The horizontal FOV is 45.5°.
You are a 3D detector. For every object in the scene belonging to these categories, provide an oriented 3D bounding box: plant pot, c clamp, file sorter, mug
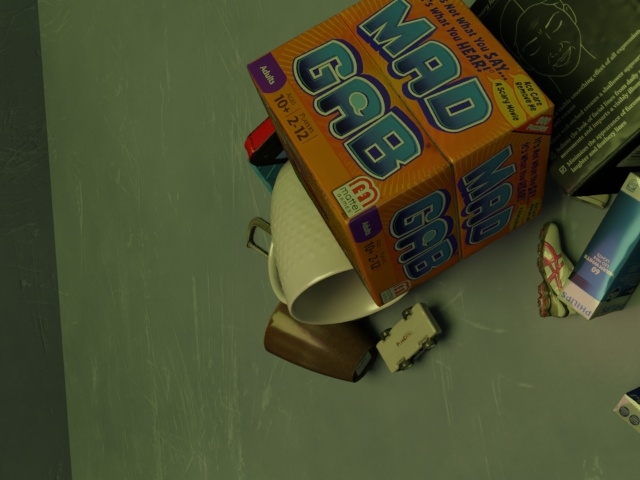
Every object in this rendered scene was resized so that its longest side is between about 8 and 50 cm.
[{"bbox_3d":[0.017,0.241,1.863,0.230,0.215,0.215,31,116,25],"label":"plant pot"},{"bbox_3d":[-0.161,0.016,2.134,0.161,0.022,0.137,38,120,36],"label":"c clamp"},{"bbox_3d":[-0.082,-0.185,1.967,0.170,0.118,0.104,53,124,28],"label":"file sorter"},{"bbox_3d":[0.000,0.000,1.677,0.374,0.276,0.327,-42,53,41],"label":"mug"}]

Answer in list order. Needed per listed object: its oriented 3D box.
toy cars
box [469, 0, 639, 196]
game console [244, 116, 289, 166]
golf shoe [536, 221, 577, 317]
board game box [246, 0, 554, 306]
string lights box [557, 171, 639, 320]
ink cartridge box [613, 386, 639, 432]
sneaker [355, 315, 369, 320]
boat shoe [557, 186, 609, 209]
[{"bbox_3d":[0.221,0.117,1.712,0.177,0.087,0.393,18,110,48],"label":"toy cars"},{"bbox_3d":[0.464,-0.318,1.321,0.293,0.212,0.395,-49,61,37],"label":"box"},{"bbox_3d":[0.052,-0.274,1.623,0.342,0.387,0.060,-34,78,42],"label":"game console"},{"bbox_3d":[0.462,0.056,1.477,0.086,0.067,0.186,-3,90,17],"label":"golf shoe"},{"bbox_3d":[0.143,-0.169,1.332,0.356,0.356,0.356,-30,63,-2],"label":"board game box"},{"bbox_3d":[0.535,0.010,1.336,0.077,0.133,0.259,42,121,35],"label":"string lights box"},{"bbox_3d":[0.618,0.337,1.309,0.207,0.097,0.046,43,123,35],"label":"ink cartridge box"},{"bbox_3d":[0.081,0.054,1.828,0.111,0.121,0.299,1,75,31],"label":"sneaker"},{"bbox_3d":[0.498,-0.092,1.441,0.100,0.035,0.035,29,87,44],"label":"boat shoe"}]
